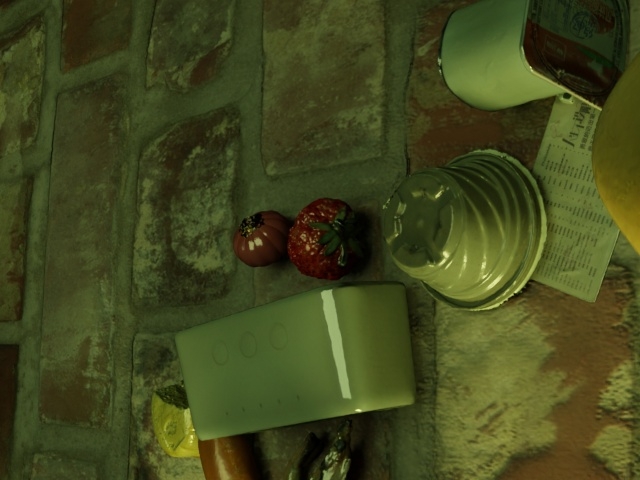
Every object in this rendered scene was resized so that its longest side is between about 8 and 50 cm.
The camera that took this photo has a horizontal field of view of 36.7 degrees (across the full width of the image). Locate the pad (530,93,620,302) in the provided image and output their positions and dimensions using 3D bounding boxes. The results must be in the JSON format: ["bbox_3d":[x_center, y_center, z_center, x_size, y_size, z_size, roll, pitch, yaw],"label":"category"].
[{"bbox_3d":[0.336,-0.066,1.270,0.160,0.009,0.264,24,100,45],"label":"pad"}]

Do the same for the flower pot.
[{"bbox_3d":[0.180,-0.020,1.326,0.236,0.141,0.235,-13,73,47],"label":"flower pot"}]

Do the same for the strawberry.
[{"bbox_3d":[-0.002,-0.004,1.531,0.148,0.131,0.131,5,86,39],"label":"strawberry"}]

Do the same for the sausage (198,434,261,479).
[{"bbox_3d":[-0.144,0.409,1.622,0.098,0.098,0.238,-42,61,33],"label":"sausage"}]

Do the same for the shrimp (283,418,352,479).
[{"bbox_3d":[-0.006,0.374,1.515,0.145,0.059,0.254,30,109,55],"label":"shrimp"}]

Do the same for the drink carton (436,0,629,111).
[{"bbox_3d":[0.275,-0.259,1.261,0.190,0.186,0.191,-12,65,58],"label":"drink carton"}]

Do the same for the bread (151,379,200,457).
[{"bbox_3d":[-0.245,0.333,1.750,0.156,0.086,0.125,17,100,48],"label":"bread"}]

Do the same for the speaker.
[{"bbox_3d":[-0.042,0.194,1.498,0.406,0.183,0.184,-20,74,42],"label":"speaker"}]

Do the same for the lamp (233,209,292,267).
[{"bbox_3d":[-0.099,-0.003,1.650,0.108,0.092,0.107,-23,38,19],"label":"lamp"}]

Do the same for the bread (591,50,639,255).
[{"bbox_3d":[0.469,-0.114,0.967,0.376,0.253,0.348,-43,51,30],"label":"bread"}]
